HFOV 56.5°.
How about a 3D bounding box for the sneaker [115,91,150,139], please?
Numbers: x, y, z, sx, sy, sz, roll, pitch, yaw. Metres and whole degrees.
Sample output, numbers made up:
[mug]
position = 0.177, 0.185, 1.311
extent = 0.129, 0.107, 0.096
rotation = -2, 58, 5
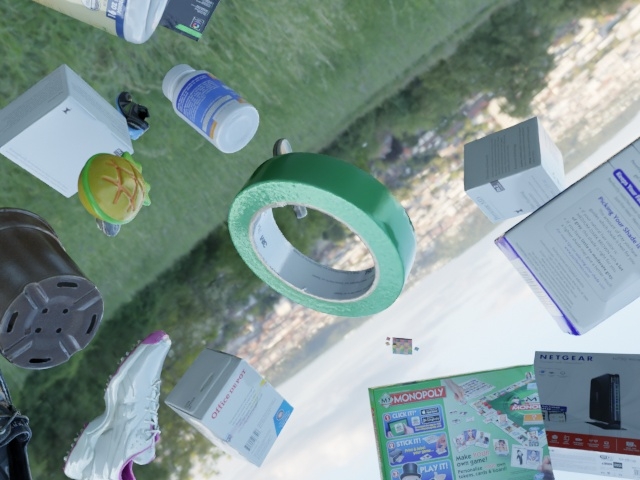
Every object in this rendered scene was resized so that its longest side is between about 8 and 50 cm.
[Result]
[sneaker]
position = -0.514, -0.351, 1.651
extent = 0.078, 0.188, 0.067
rotation = -29, 141, -3

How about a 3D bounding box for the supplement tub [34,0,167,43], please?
[supplement tub]
position = -0.445, -0.531, 1.105
extent = 0.228, 0.316, 0.228
rotation = -160, -90, -78

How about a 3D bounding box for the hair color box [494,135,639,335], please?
[hair color box]
position = 0.460, -0.029, 0.900
extent = 0.339, 0.185, 0.110
rotation = -36, 172, 5

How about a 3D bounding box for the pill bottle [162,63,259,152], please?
[pill bottle]
position = -0.312, -0.376, 1.655
extent = 0.152, 0.272, 0.152
rotation = -40, 156, -22

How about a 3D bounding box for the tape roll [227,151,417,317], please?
[tape roll]
position = 0.000, 0.000, 1.018
extent = 0.321, 0.321, 0.077
rotation = -48, -170, 52

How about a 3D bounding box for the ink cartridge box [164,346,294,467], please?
[ink cartridge box]
position = -0.220, 0.405, 1.461
extent = 0.168, 0.232, 0.171
rotation = 3, -131, 45

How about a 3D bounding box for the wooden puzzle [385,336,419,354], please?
[wooden puzzle]
position = 0.200, 0.259, 1.460
extent = 0.083, 0.049, 0.006
rotation = 3, -150, 14

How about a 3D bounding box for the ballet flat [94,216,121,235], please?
[ballet flat]
position = -0.485, -0.132, 1.322
extent = 0.058, 0.250, 0.084
rotation = -6, 179, 9

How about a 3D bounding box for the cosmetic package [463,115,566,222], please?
[cosmetic package]
position = 0.450, -0.160, 1.387
extent = 0.184, 0.151, 0.151
rotation = -20, -133, 36

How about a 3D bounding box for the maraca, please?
[maraca]
position = -0.353, -0.095, 1.044
extent = 0.099, 0.127, 0.185
rotation = -14, -166, 16

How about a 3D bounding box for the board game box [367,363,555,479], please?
[board game box]
position = 0.259, 0.356, 1.100
extent = 0.317, 0.213, 0.046
rotation = -6, 170, -9

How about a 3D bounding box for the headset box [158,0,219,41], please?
[headset box]
position = -0.356, -0.649, 1.422
extent = 0.246, 0.131, 0.283
rotation = 17, 143, -28

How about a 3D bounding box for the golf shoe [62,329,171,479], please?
[golf shoe]
position = -0.330, 0.311, 1.072
extent = 0.306, 0.140, 0.115
rotation = -61, 172, 3

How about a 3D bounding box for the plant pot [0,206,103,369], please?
[plant pot]
position = -0.366, 0.064, 0.740
extent = 0.167, 0.165, 0.167
rotation = -30, 133, -37

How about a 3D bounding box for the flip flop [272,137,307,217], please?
[flip flop]
position = -0.060, -0.167, 1.534
extent = 0.080, 0.277, 0.112
rotation = -24, 131, 6

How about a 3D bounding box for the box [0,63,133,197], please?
[box]
position = -0.507, -0.214, 1.190
extent = 0.182, 0.119, 0.181
rotation = -32, 142, 8

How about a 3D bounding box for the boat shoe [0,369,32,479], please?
[boat shoe]
position = -0.344, 0.217, 0.633
extent = 0.076, 0.228, 0.080
rotation = -16, 164, 13

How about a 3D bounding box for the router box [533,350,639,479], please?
[router box]
position = 0.649, 0.386, 1.351
extent = 0.335, 0.082, 0.301
rotation = -4, -148, 27
